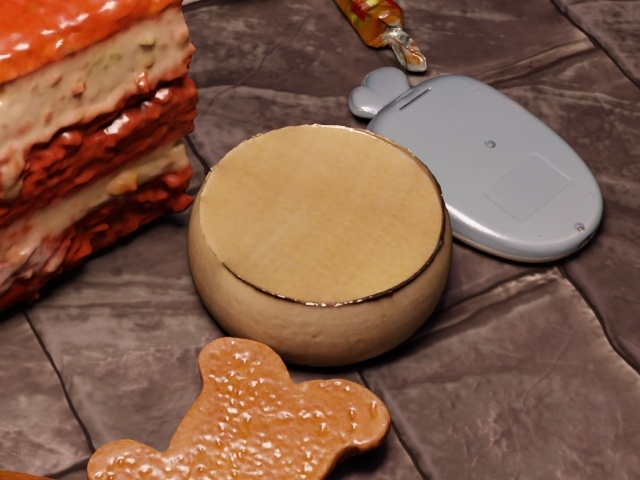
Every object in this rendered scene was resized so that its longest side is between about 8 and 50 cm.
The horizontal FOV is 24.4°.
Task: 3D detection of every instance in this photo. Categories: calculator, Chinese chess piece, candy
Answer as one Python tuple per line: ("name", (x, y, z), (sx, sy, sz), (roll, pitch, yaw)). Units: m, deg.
("calculator", (0.152, -0.086, 1.520), (0.303, 0.042, 0.188), (39, 56, 20))
("Chinese chess piece", (0.000, 0.000, 1.387), (0.250, 0.103, 0.249), (3, 49, -3))
("candy", (0.061, -0.252, 1.649), (0.053, 0.046, 0.182), (-18, 52, -23))

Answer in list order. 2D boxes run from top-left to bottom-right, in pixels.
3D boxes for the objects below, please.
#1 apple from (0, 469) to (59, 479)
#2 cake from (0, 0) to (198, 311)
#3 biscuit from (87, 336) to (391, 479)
("apple", (-0.209, 0.311, 0.960), (0.339, 0.338, 0.305), (3, 92, -4))
("cake", (-0.290, -0.133, 1.320), (0.269, 0.319, 0.270), (-33, 59, -31))
("biscuit", (-0.092, 0.218, 1.222), (0.205, 0.049, 0.324), (23, 50, 15))
